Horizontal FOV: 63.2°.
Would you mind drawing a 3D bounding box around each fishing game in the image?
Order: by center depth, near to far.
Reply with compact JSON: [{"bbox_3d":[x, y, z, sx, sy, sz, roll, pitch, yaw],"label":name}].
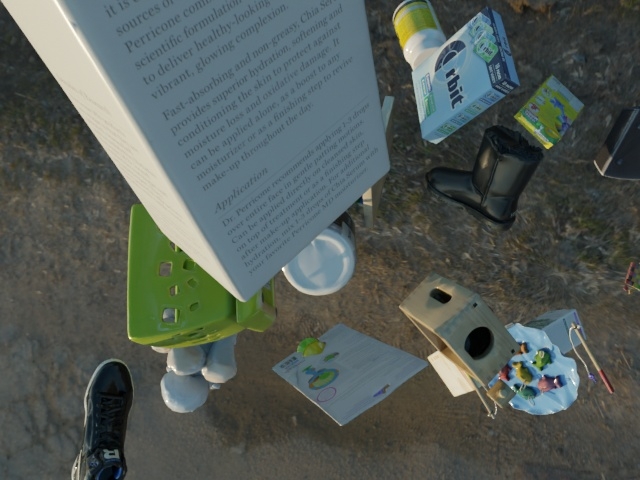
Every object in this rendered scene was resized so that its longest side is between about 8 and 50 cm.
[{"bbox_3d":[0.380,0.243,0.965,0.264,0.041,0.189,-30,87,44],"label":"fishing game"}]

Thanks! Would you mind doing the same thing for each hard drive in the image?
[{"bbox_3d":[0.741,-0.223,1.180,0.054,0.254,0.172,53,137,46],"label":"hard drive"}]

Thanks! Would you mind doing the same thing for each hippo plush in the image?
[{"bbox_3d":[-0.329,0.282,1.296,0.234,0.294,0.237,29,117,-8],"label":"hippo plush"}]

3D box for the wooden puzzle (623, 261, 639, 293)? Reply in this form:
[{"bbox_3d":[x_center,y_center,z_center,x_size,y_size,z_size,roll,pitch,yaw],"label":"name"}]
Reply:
[{"bbox_3d":[0.696,0.081,1.143,0.049,0.006,0.083,24,81,-13],"label":"wooden puzzle"}]

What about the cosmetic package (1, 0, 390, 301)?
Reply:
[{"bbox_3d":[-0.099,-0.182,0.418,0.230,0.454,0.161,-42,53,-20],"label":"cosmetic package"}]

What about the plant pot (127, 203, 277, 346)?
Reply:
[{"bbox_3d":[-0.192,0.064,0.914,0.206,0.228,0.228,-5,76,3],"label":"plant pot"}]

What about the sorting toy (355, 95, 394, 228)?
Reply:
[{"bbox_3d":[0.122,-0.202,1.365,0.089,0.255,0.257,12,70,11],"label":"sorting toy"}]

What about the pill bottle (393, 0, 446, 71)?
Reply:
[{"bbox_3d":[0.276,-0.555,1.423,0.119,0.119,0.209,-24,55,21],"label":"pill bottle"}]

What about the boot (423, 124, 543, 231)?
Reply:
[{"bbox_3d":[0.350,-0.162,1.140,0.246,0.094,0.207,40,141,34],"label":"boot"}]

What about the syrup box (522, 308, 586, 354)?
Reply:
[{"bbox_3d":[0.593,0.270,1.398,0.093,0.236,0.097,-20,89,62],"label":"syrup box"}]

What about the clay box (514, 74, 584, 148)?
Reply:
[{"bbox_3d":[0.610,-0.340,1.395,0.127,0.222,0.053,45,149,2],"label":"clay box"}]

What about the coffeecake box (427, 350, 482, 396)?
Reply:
[{"bbox_3d":[0.408,0.372,1.534,0.068,0.185,0.142,-29,73,-17],"label":"coffeecake box"}]

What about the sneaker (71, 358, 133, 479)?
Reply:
[{"bbox_3d":[-0.333,0.308,0.831,0.121,0.079,0.217,1,80,56],"label":"sneaker"}]

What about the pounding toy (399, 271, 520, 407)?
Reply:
[{"bbox_3d":[0.250,0.162,0.796,0.094,0.181,0.206,-45,111,-5],"label":"pounding toy"}]

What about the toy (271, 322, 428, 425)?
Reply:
[{"bbox_3d":[0.036,0.192,0.731,0.237,0.136,0.056,14,130,62],"label":"toy"}]

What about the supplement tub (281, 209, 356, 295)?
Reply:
[{"bbox_3d":[0.000,0.000,1.502,0.206,0.338,0.207,1,111,3],"label":"supplement tub"}]

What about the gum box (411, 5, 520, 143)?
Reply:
[{"bbox_3d":[0.247,-0.285,0.916,0.184,0.041,0.157,-35,51,48],"label":"gum box"}]
